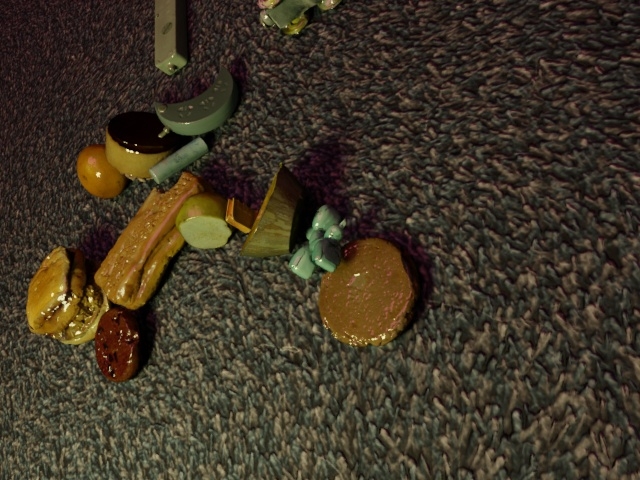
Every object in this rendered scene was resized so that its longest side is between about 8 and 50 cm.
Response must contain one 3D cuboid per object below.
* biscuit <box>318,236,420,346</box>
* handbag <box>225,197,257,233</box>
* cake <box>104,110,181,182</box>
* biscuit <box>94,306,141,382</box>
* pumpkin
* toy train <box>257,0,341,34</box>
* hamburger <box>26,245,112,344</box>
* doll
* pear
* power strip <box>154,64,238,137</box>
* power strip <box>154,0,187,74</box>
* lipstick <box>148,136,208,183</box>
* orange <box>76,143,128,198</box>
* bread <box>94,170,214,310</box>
[{"bbox_3d":[0.090,0.098,1.121,0.225,0.042,0.226,-14,63,30],"label":"biscuit"},{"bbox_3d":[-0.180,-0.057,1.349,0.027,0.083,0.061,-12,62,30],"label":"handbag"},{"bbox_3d":[-0.482,-0.230,1.585,0.207,0.185,0.178,45,135,36],"label":"cake"},{"bbox_3d":[-0.495,0.257,1.443,0.192,0.049,0.192,-7,81,45],"label":"biscuit"},{"bbox_3d":[-0.086,-0.048,1.253,0.110,0.217,0.217,25,85,-2],"label":"pumpkin"},{"bbox_3d":[-0.054,-0.643,1.473,0.260,0.134,0.177,-26,58,24],"label":"toy train"},{"bbox_3d":[-0.663,0.148,1.557,0.244,0.163,0.244,-20,58,36],"label":"hamburger"},{"bbox_3d":[0.000,0.000,1.192,0.159,0.059,0.159,-15,45,60],"label":"doll"},{"bbox_3d":[-0.266,-0.056,1.382,0.141,0.141,0.104,-23,44,26],"label":"pear"},{"bbox_3d":[-0.324,-0.351,1.539,0.253,0.054,0.167,-33,58,-9],"label":"power strip"},{"bbox_3d":[-0.460,-0.660,1.812,0.091,0.062,0.385,-23,59,25],"label":"power strip"},{"bbox_3d":[-0.367,-0.208,1.524,0.158,0.048,0.048,-38,49,-18],"label":"lipstick"},{"bbox_3d":[-0.615,-0.200,1.680,0.159,0.159,0.136,13,35,38],"label":"orange"},{"bbox_3d":[-0.415,-0.013,1.484,0.185,0.109,0.380,34,91,46],"label":"bread"}]
